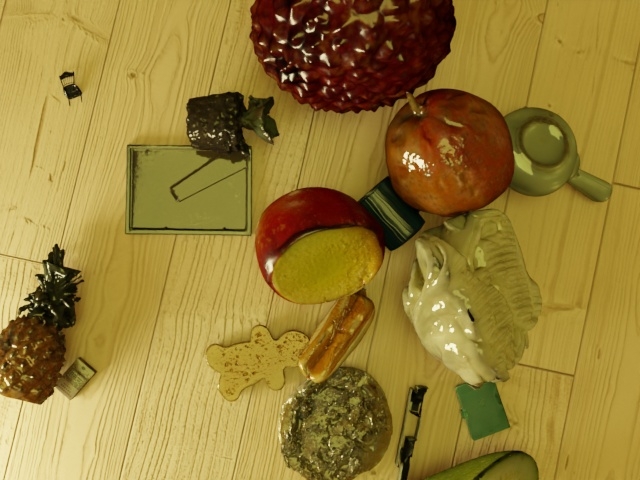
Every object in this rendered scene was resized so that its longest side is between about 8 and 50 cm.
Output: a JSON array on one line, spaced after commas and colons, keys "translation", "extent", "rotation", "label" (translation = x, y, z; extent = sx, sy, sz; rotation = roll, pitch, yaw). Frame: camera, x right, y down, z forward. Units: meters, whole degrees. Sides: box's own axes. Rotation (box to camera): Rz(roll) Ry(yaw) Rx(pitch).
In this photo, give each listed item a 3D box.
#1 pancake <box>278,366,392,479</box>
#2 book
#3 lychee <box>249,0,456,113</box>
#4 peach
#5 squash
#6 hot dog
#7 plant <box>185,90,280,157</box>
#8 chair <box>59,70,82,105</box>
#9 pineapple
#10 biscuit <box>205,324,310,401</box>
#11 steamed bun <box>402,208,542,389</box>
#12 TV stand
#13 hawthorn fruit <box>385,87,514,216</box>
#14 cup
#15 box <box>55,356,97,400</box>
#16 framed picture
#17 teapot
[{"translation": [0.035, 0.425, 1.429], "extent": [0.283, 0.049, 0.282], "rotation": [0, 89, -4], "label": "pancake"}, {"translation": [0.381, 0.395, 1.471], "extent": [0.103, 0.017, 0.135], "rotation": [-18, 90, -7], "label": "book"}, {"translation": [0.095, -0.479, 1.278], "extent": [0.500, 0.424, 0.424], "rotation": [-24, 90, 14], "label": "lychee"}, {"translation": [0.000, 0.000, 1.345], "extent": [0.275, 0.248, 0.245], "rotation": [-11, 67, 1], "label": "peach"}, {"translation": [0.364, 0.599, 1.370], "extent": [0.309, 0.210, 0.233], "rotation": [-17, 106, 0], "label": "squash"}, {"translation": [0.044, 0.214, 1.414], "extent": [0.102, 0.076, 0.249], "rotation": [27, 71, 23], "label": "hot dog"}, {"translation": [-0.195, -0.264, 1.391], "extent": [0.203, 0.131, 0.142], "rotation": [3, 71, 8], "label": "plant"}, {"translation": [-0.572, -0.347, 1.424], "extent": [0.037, 0.042, 0.086], "rotation": [-20, 54, -6], "label": "chair"}, {"translation": [-0.605, 0.177, 1.354], "extent": [0.169, 0.169, 0.340], "rotation": [19, 76, -3], "label": "pineapple"}, {"translation": [-0.136, 0.273, 1.429], "extent": [0.240, 0.035, 0.158], "rotation": [-17, 92, -4], "label": "biscuit"}, {"translation": [0.301, 0.128, 1.367], "extent": [0.347, 0.237, 0.393], "rotation": [27, 59, -30], "label": "steamed bun"}, {"translation": [0.207, 0.461, 1.446], "extent": [0.042, 0.036, 0.249], "rotation": [12, 87, -5], "label": "TV stand"}, {"translation": [0.249, -0.198, 1.298], "extent": [0.277, 0.277, 0.298], "rotation": [-49, 126, -4], "label": "hawthorn fruit"}, {"translation": [0.170, -0.070, 1.426], "extent": [0.150, 0.113, 0.138], "rotation": [-42, 93, -3], "label": "cup"}, {"translation": [-0.555, 0.312, 1.404], "extent": [0.053, 0.024, 0.083], "rotation": [40, 87, -2], "label": "box"}, {"translation": [-0.304, -0.116, 1.441], "extent": [0.289, 0.016, 0.213], "rotation": [0, 87, -4], "label": "framed picture"}, {"translation": [0.525, -0.165, 1.435], "extent": [0.318, 0.149, 0.220], "rotation": [45, 75, 1], "label": "teapot"}]
